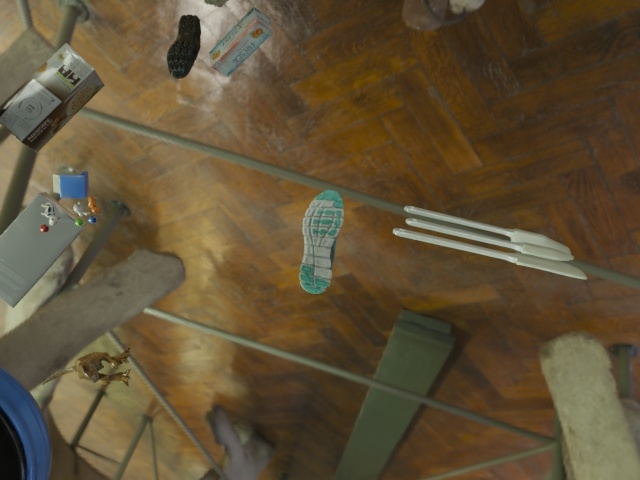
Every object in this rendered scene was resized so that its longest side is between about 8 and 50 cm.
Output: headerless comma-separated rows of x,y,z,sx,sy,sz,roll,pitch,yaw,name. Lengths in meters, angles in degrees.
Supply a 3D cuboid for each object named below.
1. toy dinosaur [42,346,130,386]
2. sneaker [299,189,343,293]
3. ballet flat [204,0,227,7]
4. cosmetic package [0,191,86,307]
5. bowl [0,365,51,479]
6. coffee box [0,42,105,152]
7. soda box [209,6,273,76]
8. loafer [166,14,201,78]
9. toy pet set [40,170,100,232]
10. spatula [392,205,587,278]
-0.363,0.197,1.035,0.112,0.064,0.211,9,163,-28,toy dinosaur
0.000,0.000,1.063,0.064,0.167,0.076,13,-176,3,sneaker
-0.245,-0.651,1.446,0.146,0.147,0.409,28,155,-10,ballet flat
-0.650,0.017,1.462,0.127,0.238,0.107,44,172,-16,cosmetic package
-0.629,0.354,1.011,0.391,0.391,0.077,29,-178,-11,bowl
-0.662,-0.346,1.610,0.098,0.246,0.141,42,171,-3,coffee box
-0.204,-0.503,1.668,0.183,0.063,0.058,-34,142,30,soda box
-0.345,-0.490,1.692,0.076,0.223,0.078,2,144,2,loafer
-0.452,-0.071,1.222,0.065,0.122,0.114,14,109,30,toy pet set
0.222,0.000,0.883,0.241,0.168,0.019,13,110,9,spatula
